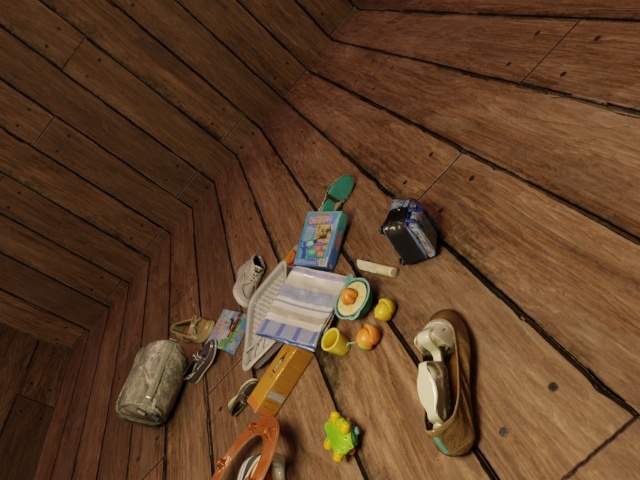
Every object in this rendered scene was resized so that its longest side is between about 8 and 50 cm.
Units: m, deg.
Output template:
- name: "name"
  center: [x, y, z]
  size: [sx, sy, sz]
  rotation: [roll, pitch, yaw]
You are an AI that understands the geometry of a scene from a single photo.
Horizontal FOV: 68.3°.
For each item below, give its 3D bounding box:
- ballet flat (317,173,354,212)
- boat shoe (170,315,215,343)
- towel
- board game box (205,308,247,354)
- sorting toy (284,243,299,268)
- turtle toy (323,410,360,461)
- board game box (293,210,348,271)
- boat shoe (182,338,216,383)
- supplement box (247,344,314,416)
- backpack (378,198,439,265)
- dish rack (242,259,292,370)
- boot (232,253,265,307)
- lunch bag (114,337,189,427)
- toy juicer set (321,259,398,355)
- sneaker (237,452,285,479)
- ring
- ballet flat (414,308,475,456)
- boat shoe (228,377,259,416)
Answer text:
- name: "ballet flat"
  center: [0.045, -0.149, 1.804]
  size: [0.241, 0.091, 0.077]
  rotation: [-56, 7, -14]
- name: "boat shoe"
  center: [-0.566, 0.393, 2.078]
  size: [0.285, 0.089, 0.105]
  rotation: [-23, 40, 42]
- name: "towel"
  center: [-0.049, 0.197, 1.445]
  size: [0.209, 0.034, 0.285]
  rotation: [11, 47, 22]
- name: "board game box"
  center: [-0.366, 0.360, 1.879]
  size: [0.211, 0.039, 0.160]
  rotation: [-5, 55, 55]
- name: "sorting toy"
  center: [-0.108, 0.113, 1.776]
  size: [0.208, 0.038, 0.193]
  rotation: [-54, 29, -3]
- name: "turtle toy"
  center: [0.050, 0.461, 1.132]
  size: [0.130, 0.066, 0.095]
  rotation: [23, 101, 63]
- name: "board game box"
  center: [0.000, 0.000, 1.662]
  size: [0.160, 0.047, 0.210]
  rotation: [2, 70, 40]
- name: "boat shoe"
  center: [-0.473, 0.472, 1.847]
  size: [0.206, 0.065, 0.075]
  rotation: [-60, 34, 12]
- name: "supplement box"
  center: [-0.119, 0.414, 1.423]
  size: [0.233, 0.080, 0.078]
  rotation: [-58, 30, -5]
- name: "backpack"
  center: [0.254, -0.041, 1.311]
  size: [0.116, 0.158, 0.173]
  rotation: [-19, 31, 34]
- name: "dish rack"
  center: [-0.165, 0.260, 1.615]
  size: [0.285, 0.072, 0.333]
  rotation: [-50, 28, 33]
- name: "boot"
  center: [-0.286, 0.154, 1.927]
  size: [0.123, 0.095, 0.258]
  rotation: [-49, 27, 20]
- name: "lunch bag"
  center: [-0.653, 0.559, 1.844]
  size: [0.256, 0.212, 0.305]
  rotation: [127, 162, -49]
- name: "toy juicer set"
  center: [0.121, 0.162, 1.336]
  size: [0.209, 0.089, 0.329]
  rotation: [-17, 44, 47]
- name: "sneaker"
  center: [-0.158, 0.672, 1.143]
  size: [0.127, 0.126, 0.321]
  rotation: [-39, 29, 34]
- name: "ring"
  center: [-0.222, 0.599, 1.218]
  size: [0.336, 0.032, 0.336]
  rotation: [-49, 12, 14]
- name: "ballet flat"
  center: [0.250, 0.268, 0.996]
  size: [0.116, 0.124, 0.342]
  rotation: [-28, 37, 37]
- name: "boat shoe"
  center: [-0.245, 0.510, 1.528]
  size: [0.152, 0.056, 0.049]
  rotation: [-54, 32, 19]
